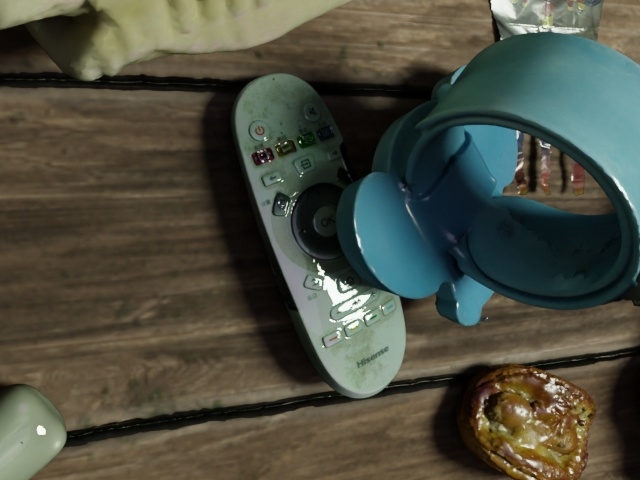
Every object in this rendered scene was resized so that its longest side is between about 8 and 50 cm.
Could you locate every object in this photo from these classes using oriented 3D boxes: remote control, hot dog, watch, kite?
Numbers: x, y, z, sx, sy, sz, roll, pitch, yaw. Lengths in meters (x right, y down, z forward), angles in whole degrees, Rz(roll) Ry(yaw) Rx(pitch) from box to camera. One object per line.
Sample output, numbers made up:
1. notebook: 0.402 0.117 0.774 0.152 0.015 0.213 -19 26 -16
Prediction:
1. remote control: 0.001 -0.001 0.487 0.097 0.045 0.256 -22 101 -28
2. hot dog: 0.192 0.168 0.573 0.147 0.065 0.099 29 76 -20
3. watch: 0.141 -0.035 0.444 0.211 0.193 0.211 1 88 -38
4. kite: 0.202 -0.161 0.563 0.141 0.015 0.245 -3 94 -20

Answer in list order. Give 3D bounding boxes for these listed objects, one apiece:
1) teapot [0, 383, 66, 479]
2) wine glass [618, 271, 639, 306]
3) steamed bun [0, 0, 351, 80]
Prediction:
1. teapot: -0.286 0.232 0.344 0.318 0.149 0.220 -15 93 -18
2. wine glass: 0.321 -0.035 0.575 0.122 0.122 0.183 -8 96 -21
3. steamed bun: -0.082 -0.272 0.298 0.352 0.339 0.247 -24 67 -14
